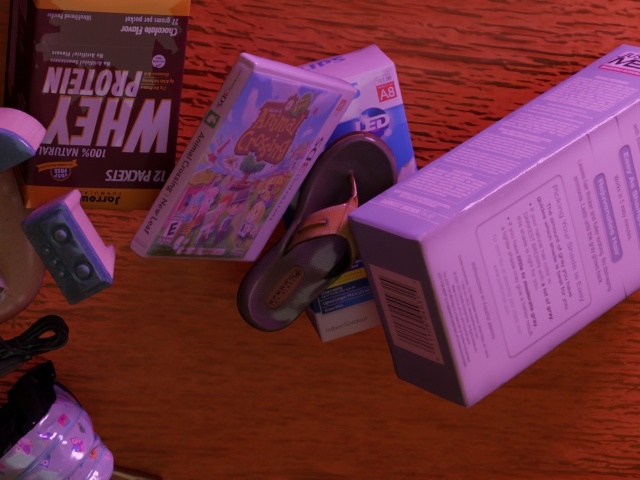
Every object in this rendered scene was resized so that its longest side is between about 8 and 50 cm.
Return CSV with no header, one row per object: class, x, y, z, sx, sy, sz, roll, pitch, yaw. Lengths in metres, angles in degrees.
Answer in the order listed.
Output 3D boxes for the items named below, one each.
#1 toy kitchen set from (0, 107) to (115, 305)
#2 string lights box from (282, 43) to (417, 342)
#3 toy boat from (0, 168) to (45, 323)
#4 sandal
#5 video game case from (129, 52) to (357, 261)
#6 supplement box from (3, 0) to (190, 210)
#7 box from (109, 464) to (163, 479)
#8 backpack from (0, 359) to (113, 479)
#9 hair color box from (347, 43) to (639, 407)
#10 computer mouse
toy kitchen set,-0.297,0.011,1.474,0.207,0.122,0.166,-26,107,11
string lights box,0.027,-0.045,1.765,0.133,0.077,0.260,-17,115,-7
toy boat,-0.383,0.071,1.671,0.267,0.148,0.318,-8,106,-18
sandal,0.000,0.000,1.699,0.090,0.060,0.219,35,100,-23
video game case,-0.063,-0.066,1.599,0.193,0.023,0.212,-59,158,12
supplement box,-0.201,-0.149,1.593,0.129,0.191,0.194,1,112,-16
box,-0.277,0.291,1.841,0.201,0.021,0.164,17,104,-20
backpack,-0.265,0.200,1.704,0.115,0.182,0.152,42,80,-11
hair color box,0.220,-0.022,1.742,0.374,0.113,0.185,-31,119,-26
computer mouse,-0.309,0.033,1.583,0.106,0.042,0.193,-27,113,3
